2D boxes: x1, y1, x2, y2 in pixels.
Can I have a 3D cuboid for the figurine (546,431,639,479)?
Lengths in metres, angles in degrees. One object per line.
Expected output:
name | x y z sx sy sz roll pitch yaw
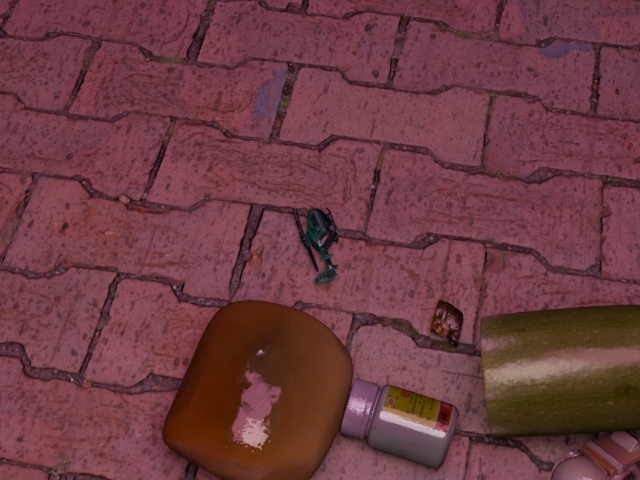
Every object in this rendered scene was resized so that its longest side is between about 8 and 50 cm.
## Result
figurine | 0.565 0.492 1.689 0.237 0.141 0.162 -32 36 -17

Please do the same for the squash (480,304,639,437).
squash | 0.530 0.264 1.683 0.385 0.263 0.263 -6 57 15

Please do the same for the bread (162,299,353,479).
bread | -0.123 0.319 1.696 0.348 0.253 0.376 20 61 7

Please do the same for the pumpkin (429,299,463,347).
pumpkin | 0.293 0.196 1.911 0.073 0.035 0.101 23 56 -1

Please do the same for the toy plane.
toy plane | 0.000 0.000 2.008 0.096 0.060 0.235 -18 57 -3

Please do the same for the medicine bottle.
medicine bottle | 0.166 0.381 1.728 0.226 0.139 0.139 16 59 8
